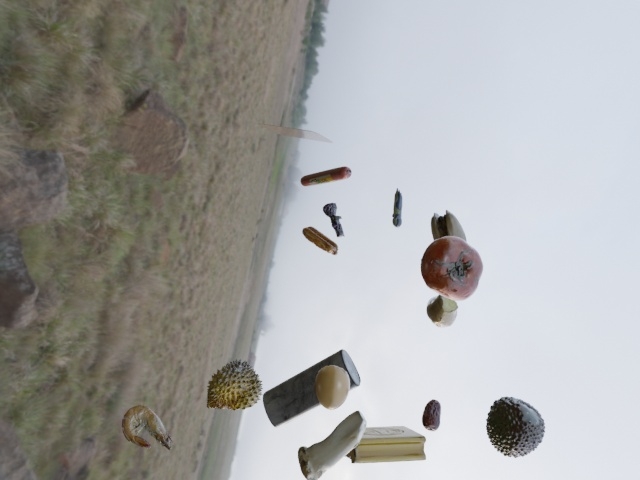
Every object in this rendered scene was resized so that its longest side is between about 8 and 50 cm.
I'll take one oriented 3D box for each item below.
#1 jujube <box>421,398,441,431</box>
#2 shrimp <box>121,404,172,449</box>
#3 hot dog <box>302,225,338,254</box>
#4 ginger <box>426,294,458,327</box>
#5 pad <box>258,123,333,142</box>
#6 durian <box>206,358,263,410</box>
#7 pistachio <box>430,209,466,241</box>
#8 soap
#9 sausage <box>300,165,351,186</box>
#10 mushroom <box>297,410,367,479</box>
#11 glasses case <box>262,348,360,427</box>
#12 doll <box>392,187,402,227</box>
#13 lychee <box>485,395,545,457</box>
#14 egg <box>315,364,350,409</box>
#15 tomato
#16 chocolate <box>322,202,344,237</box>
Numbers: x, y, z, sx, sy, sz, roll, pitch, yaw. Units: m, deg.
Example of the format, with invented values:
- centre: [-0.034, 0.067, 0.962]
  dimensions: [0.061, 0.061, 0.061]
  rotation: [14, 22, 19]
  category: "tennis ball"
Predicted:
- centre: [0.459, 0.714, 1.753]
  dimensions: [0.129, 0.077, 0.077]
  rotation: [-58, 171, -40]
  category: "jujube"
- centre: [-0.680, 0.749, 1.675]
  dimensions: [0.133, 0.236, 0.053]
  rotation: [-32, 158, -53]
  category: "shrimp"
- centre: [0.000, 0.002, 1.360]
  dimensions: [0.062, 0.144, 0.038]
  rotation: [-10, 129, -53]
  category: "hot dog"
- centre: [0.541, 0.311, 1.898]
  dimensions: [0.152, 0.138, 0.267]
  rotation: [-54, 167, -9]
  category: "ginger"
- centre: [-0.094, -0.413, 1.647]
  dimensions: [0.176, 0.266, 0.002]
  rotation: [5, 100, -63]
  category: "pad"
- centre: [-0.306, 0.528, 1.601]
  dimensions: [0.250, 0.183, 0.137]
  rotation: [-15, 118, -73]
  category: "durian"
- centre: [0.525, -0.027, 1.751]
  dimensions: [0.131, 0.130, 0.206]
  rotation: [-39, 111, -57]
  category: "pistachio"
- centre: [0.244, 0.831, 1.750]
  dimensions: [0.204, 0.325, 0.096]
  rotation: [153, -58, -68]
  category: "soap"
- centre: [0.009, -0.145, 0.981]
  dimensions: [0.223, 0.029, 0.029]
  rotation: [2, -101, 61]
  category: "sausage"
- centre: [0.032, 0.495, 1.040]
  dimensions: [0.209, 0.071, 0.084]
  rotation: [-42, -139, 8]
  category: "mushroom"
- centre: [-0.032, 0.431, 1.241]
  dimensions: [0.060, 0.299, 0.114]
  rotation: [19, 41, -62]
  category: "glasses case"
- centre: [0.230, -0.096, 1.278]
  dimensions: [0.037, 0.027, 0.125]
  rotation: [-112, -163, -63]
  category: "doll"
- centre: [0.553, 0.536, 1.228]
  dimensions: [0.171, 0.171, 0.171]
  rotation: [-168, -90, -84]
  category: "lychee"
- centre: [0.027, 0.330, 0.955]
  dimensions: [0.080, 0.080, 0.096]
  rotation: [109, -16, -48]
  category: "egg"
- centre: [0.471, 0.098, 1.486]
  dimensions: [0.095, 0.237, 0.236]
  rotation: [161, -59, -72]
  category: "tomato"
- centre: [0.063, -0.086, 1.772]
  dimensions: [0.070, 0.072, 0.147]
  rotation: [-40, -117, 24]
  category: "chocolate"
